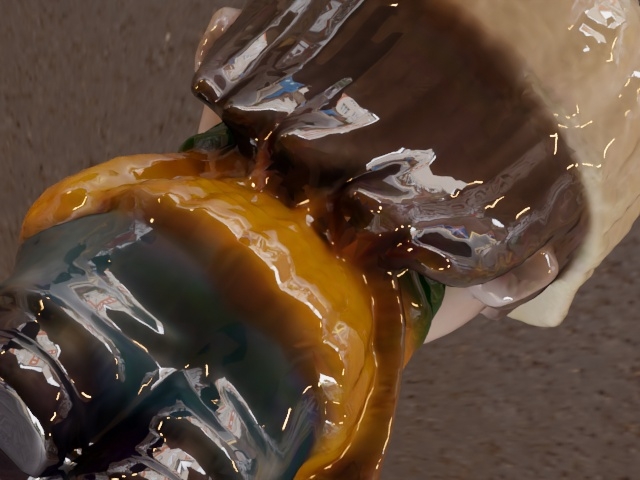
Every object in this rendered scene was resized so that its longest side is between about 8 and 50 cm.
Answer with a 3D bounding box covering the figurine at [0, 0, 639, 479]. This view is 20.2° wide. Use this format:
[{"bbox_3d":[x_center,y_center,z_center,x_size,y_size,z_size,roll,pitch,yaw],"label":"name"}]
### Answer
[{"bbox_3d":[0.010,-0.014,0.647,0.185,0.332,0.204,42,123,4],"label":"figurine"}]
